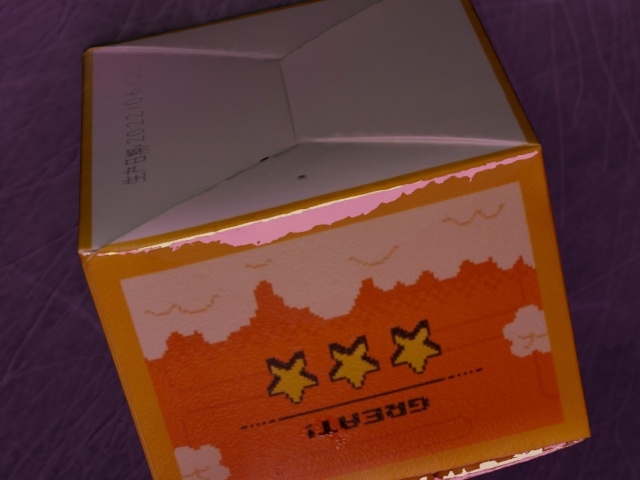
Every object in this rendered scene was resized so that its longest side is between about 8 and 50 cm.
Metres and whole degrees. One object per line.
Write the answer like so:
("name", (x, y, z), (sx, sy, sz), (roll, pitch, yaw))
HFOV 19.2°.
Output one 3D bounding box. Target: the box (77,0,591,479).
("box", (0.000, 0.000, 1.160), (0.260, 0.283, 0.214), (-12, 120, 0))
